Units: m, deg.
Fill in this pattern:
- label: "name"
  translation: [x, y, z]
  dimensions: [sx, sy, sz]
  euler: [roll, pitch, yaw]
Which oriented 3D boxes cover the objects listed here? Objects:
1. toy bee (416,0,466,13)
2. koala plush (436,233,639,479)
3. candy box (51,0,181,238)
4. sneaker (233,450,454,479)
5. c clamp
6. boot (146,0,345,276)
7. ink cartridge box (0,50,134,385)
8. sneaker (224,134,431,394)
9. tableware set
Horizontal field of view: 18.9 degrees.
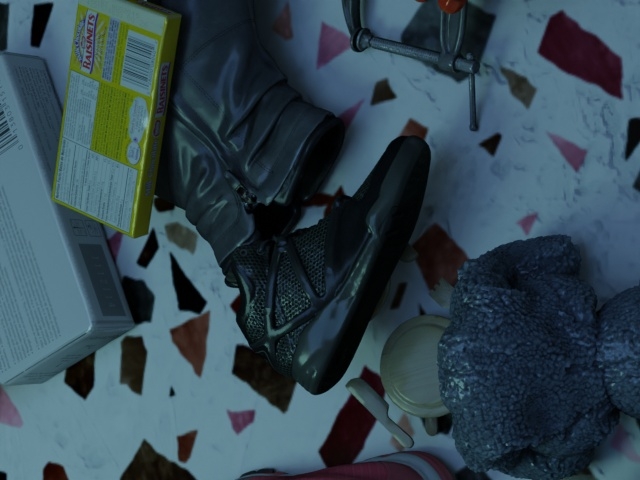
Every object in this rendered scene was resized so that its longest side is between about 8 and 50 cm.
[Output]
- label: "toy bee"
  translation: [0.114, -0.267, 1.503]
  dimensions: [0.195, 0.298, 0.162]
  euler: [37, 137, 2]
- label: "koala plush"
  translation: [0.216, 0.090, 1.442]
  dimensions: [0.221, 0.203, 0.196]
  euler: [-4, 89, 21]
- label: "candy box"
  translation: [-0.181, -0.114, 1.696]
  dimensions: [0.105, 0.027, 0.206]
  euler: [26, 115, 34]
- label: "sneaker"
  translation: [-0.041, 0.242, 1.632]
  dimensions: [0.314, 0.136, 0.116]
  euler: [-21, 76, 33]
- label: "c clamp"
  translation: [0.073, -0.178, 1.620]
  dimensions: [0.161, 0.022, 0.137]
  euler: [25, 123, 38]
- label: "boot"
  translation: [-0.057, -0.155, 1.685]
  dimensions: [0.223, 0.118, 0.338]
  euler: [38, 120, 26]
- label: "ink cartridge box"
  translation: [-0.335, 0.005, 1.886]
  dimensions: [0.261, 0.066, 0.296]
  euler: [-30, 72, 30]
- label: "sneaker"
  translation: [0.000, 0.000, 1.594]
  dimensions: [0.130, 0.087, 0.227]
  euler: [30, 100, 17]
- label: "tableware set"
  translation: [0.058, 0.071, 1.630]
  dimensions: [0.194, 0.039, 0.128]
  euler: [46, 101, 21]
